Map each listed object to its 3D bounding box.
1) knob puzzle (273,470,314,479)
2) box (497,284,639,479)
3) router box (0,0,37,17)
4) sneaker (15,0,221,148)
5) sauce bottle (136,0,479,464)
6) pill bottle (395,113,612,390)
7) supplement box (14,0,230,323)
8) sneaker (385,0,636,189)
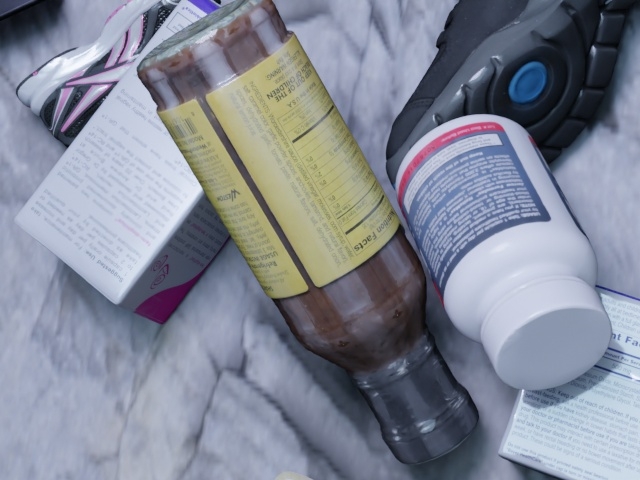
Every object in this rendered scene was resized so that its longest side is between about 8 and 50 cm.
[{"bbox_3d":[-0.015,0.255,1.142,0.213,0.030,0.213,-1,64,1],"label":"knob puzzle"},{"bbox_3d":[0.207,0.110,1.127,0.126,0.072,0.137,19,84,16],"label":"box"},{"bbox_3d":[-0.397,-0.246,1.276,0.308,0.081,0.243,-24,100,7],"label":"router box"},{"bbox_3d":[-0.146,-0.136,1.262,0.178,0.072,0.077,-35,86,12],"label":"sneaker"},{"bbox_3d":[0.000,0.000,1.111,0.111,0.111,0.344,-27,106,6],"label":"sauce bottle"},{"bbox_3d":[0.125,0.009,1.085,0.108,0.108,0.180,-26,46,6],"label":"pill bottle"},{"bbox_3d":[-0.108,-0.059,1.207,0.114,0.111,0.220,36,88,16],"label":"supplement box"},{"bbox_3d":[0.157,-0.173,1.190,0.341,0.125,0.139,-51,46,2],"label":"sneaker"}]
